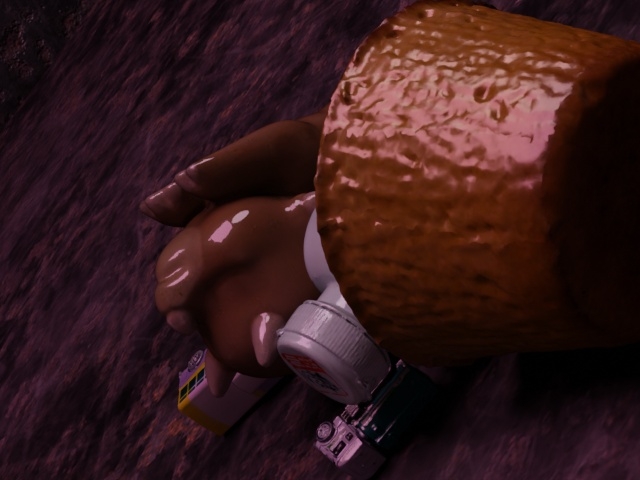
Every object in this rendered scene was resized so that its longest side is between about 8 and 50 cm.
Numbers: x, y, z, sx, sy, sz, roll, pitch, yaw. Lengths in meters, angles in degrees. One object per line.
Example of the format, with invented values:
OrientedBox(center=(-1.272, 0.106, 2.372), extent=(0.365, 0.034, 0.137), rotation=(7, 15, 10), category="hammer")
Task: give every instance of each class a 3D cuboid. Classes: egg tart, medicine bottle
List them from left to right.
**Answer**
OrientedBox(center=(0.063, -0.005, 0.933), extent=(0.229, 0.121, 0.083), rotation=(-53, 22, -20), category="medicine bottle")
OrientedBox(center=(0.113, -0.027, 0.819), extent=(0.170, 0.215, 0.215), rotation=(9, 63, 48), category="egg tart")

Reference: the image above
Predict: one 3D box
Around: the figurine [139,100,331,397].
OrientedBox(center=(-0.005, 0.003, 1.056), extent=(0.177, 0.173, 0.247), rotation=(-29, 0, 38), category="figurine")

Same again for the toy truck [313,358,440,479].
OrientedBox(center=(0.037, 0.113, 0.953), extent=(0.083, 0.039, 0.044), rotation=(-50, 35, 2), category="toy truck")

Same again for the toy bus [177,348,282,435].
OrientedBox(center=(-0.062, 0.098, 1.157), extent=(0.102, 0.052, 0.058), rotation=(-44, 24, 24), category="toy bus")
